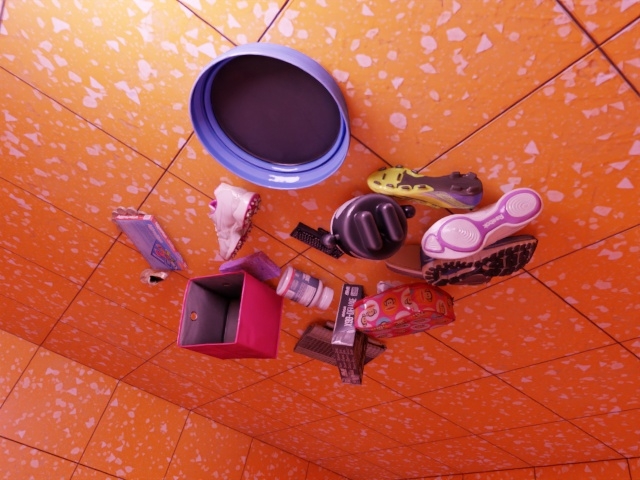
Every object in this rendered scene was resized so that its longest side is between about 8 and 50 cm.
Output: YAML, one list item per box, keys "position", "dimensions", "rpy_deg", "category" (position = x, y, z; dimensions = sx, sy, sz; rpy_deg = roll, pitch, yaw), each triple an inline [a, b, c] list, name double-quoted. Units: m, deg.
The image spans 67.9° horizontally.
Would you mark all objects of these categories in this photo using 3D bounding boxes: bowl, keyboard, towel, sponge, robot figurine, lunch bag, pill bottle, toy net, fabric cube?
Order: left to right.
- position: [-0.315, 0.280, 1.711]
  dimensions: [0.259, 0.253, 0.258]
  rpy_deg: [-9, 154, 25]
  category: "fabric cube"
- position: [-0.253, 0.107, 1.704]
  dimensions: [0.210, 0.031, 0.117]
  rpy_deg: [-18, 131, 35]
  category: "sponge"
- position: [-0.116, -0.288, 1.147]
  dimensions: [0.392, 0.077, 0.391]
  rpy_deg: [9, 141, 7]
  category: "bowl"
- position: [-0.051, 0.173, 1.657]
  dimensions: [0.180, 0.107, 0.108]
  rpy_deg: [25, 140, -13]
  category: "pill bottle"
- position: [0.000, 0.000, 1.501]
  dimensions: [0.180, 0.023, 0.108]
  rpy_deg: [26, 140, -15]
  category: "keyboard"
- position: [0.071, 0.447, 2.007]
  dimensions: [0.325, 0.056, 0.312]
  rpy_deg: [20, 144, -10]
  category: "towel"
- position: [0.122, -0.036, 1.244]
  dimensions: [0.209, 0.173, 0.278]
  rpy_deg: [18, 178, -9]
  category: "robot figurine"
- position: [0.281, 0.220, 1.657]
  dimensions: [0.122, 0.045, 0.232]
  rpy_deg: [-18, 131, 34]
  category: "toy net"
- position: [0.279, 0.239, 1.534]
  dimensions: [0.293, 0.120, 0.258]
  rpy_deg: [-22, 148, 33]
  category: "lunch bag"

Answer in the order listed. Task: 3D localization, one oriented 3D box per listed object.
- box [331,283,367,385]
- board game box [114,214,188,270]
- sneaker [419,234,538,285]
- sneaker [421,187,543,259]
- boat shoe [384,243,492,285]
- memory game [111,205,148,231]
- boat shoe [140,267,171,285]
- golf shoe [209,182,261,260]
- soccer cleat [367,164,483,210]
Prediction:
- position: [0.115, 0.342, 1.702]
  dimensions: [0.077, 0.242, 0.307]
  rpy_deg: [3, 141, 14]
  category: "box"
- position: [-0.591, 0.013, 1.682]
  dimensions: [0.145, 0.027, 0.281]
  rpy_deg: [3, 141, 17]
  category: "board game box"
- position: [0.431, 0.019, 1.308]
  dimensions: [0.331, 0.147, 0.129]
  rpy_deg: [-8, 137, -3]
  category: "sneaker"
- position: [0.408, -0.022, 1.208]
  dimensions: [0.305, 0.114, 0.152]
  rpy_deg: [-22, 162, 6]
  category: "sneaker"
- position: [0.351, 0.081, 1.416]
  dimensions: [0.325, 0.116, 0.096]
  rpy_deg: [1, 136, 8]
  category: "boat shoe"
- position: [-0.635, -0.052, 1.649]
  dimensions: [0.187, 0.012, 0.186]
  rpy_deg: [9, 141, 7]
  category: "memory game"
- position: [-0.654, 0.144, 1.854]
  dimensions: [0.170, 0.059, 0.063]
  rpy_deg: [-19, 130, 35]
  category: "boat shoe"
- position: [-0.281, -0.059, 1.467]
  dimensions: [0.140, 0.115, 0.306]
  rpy_deg: [28, 134, 0]
  category: "golf shoe"
- position: [0.263, -0.121, 1.215]
  dimensions: [0.290, 0.093, 0.121]
  rpy_deg: [6, 144, 11]
  category: "soccer cleat"
